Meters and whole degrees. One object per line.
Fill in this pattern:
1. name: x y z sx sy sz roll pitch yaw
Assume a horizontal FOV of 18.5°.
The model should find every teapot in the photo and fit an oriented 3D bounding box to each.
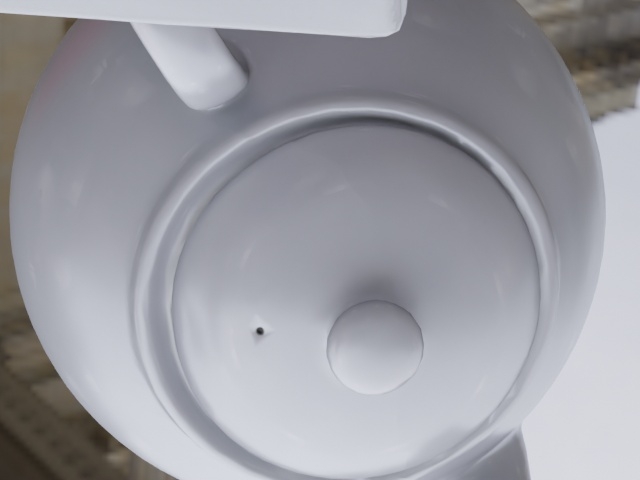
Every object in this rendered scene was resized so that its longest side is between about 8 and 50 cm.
1. teapot: 0.000 0.000 0.738 0.256 0.252 0.187 13 -163 -13

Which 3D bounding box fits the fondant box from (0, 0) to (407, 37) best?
1. fondant box: -0.142 -0.168 0.338 0.330 0.238 0.096 6 -139 12
